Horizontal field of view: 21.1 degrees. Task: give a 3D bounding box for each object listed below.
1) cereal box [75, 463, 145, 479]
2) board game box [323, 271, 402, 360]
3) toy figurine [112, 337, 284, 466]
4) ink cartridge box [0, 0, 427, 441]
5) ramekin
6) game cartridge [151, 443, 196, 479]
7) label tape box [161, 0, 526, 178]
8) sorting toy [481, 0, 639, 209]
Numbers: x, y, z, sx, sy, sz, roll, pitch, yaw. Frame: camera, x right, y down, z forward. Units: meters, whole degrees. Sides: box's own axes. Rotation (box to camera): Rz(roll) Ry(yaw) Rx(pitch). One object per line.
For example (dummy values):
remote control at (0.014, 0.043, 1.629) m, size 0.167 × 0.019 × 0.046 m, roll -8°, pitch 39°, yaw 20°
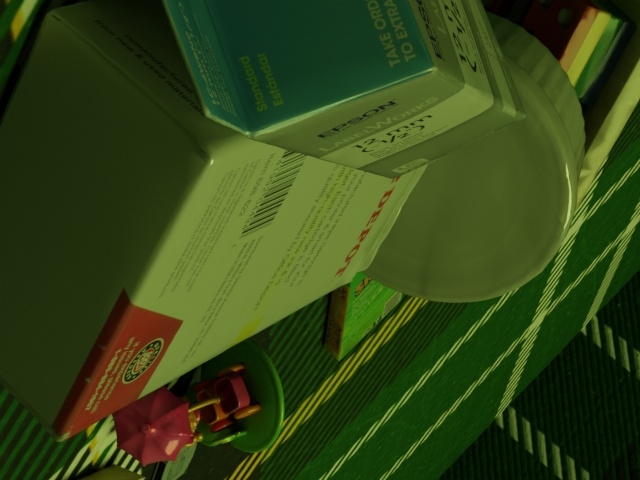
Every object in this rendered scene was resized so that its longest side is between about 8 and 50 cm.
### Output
cereal box at (-0.268, 0.367, 1.802) m, size 0.173 × 0.047 × 0.240 m, roll -16°, pitch 123°, yaw -63°
board game box at (0.062, 0.048, 2.108) m, size 0.124 × 0.039 × 0.259 m, roll -43°, pitch 165°, yaw -22°
toy figurine at (-0.150, 0.182, 1.781) m, size 0.159 × 0.130 × 0.173 m, roll -14°, pitch 168°, yaw -42°
ink cartridge box at (-0.075, -0.054, 1.300) m, size 0.385 × 0.160 × 0.279 m, roll -26°, pitch 152°, yaw -53°
ramekin at (0.115, -0.089, 1.564) m, size 0.127 × 0.273 × 0.273 m, roll -50°, pitch 170°, yaw -52°
game cartridge at (-0.169, 0.256, 2.004) m, size 0.056 × 0.017 × 0.083 m, roll -32°, pitch 157°, yaw -37°
label tape box at (-0.003, -0.182, 1.023) m, size 0.115 × 0.249 × 0.348 m, roll -23°, pitch 170°, yaw 15°
sorting toy at (0.202, -0.163, 1.702) m, size 0.089 × 0.257 × 0.255 m, roll 15°, pitch 114°, yaw -26°
